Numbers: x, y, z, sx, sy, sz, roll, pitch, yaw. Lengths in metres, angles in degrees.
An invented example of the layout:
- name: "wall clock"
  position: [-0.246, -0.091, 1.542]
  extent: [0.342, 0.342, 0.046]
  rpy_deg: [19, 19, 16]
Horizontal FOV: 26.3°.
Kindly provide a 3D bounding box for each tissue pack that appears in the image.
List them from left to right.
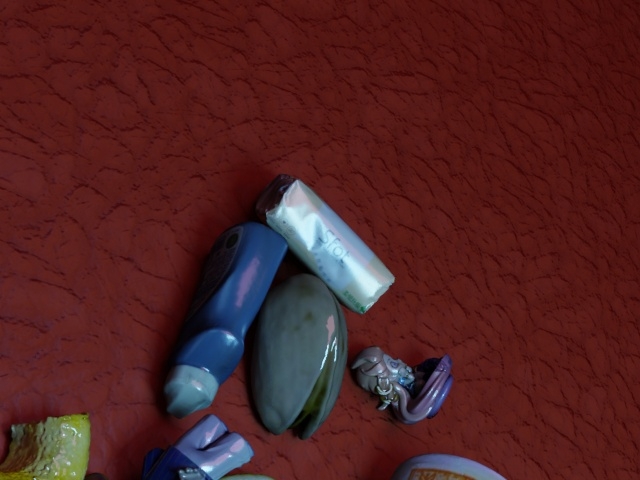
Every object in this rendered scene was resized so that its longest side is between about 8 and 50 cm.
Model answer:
- name: "tissue pack"
  position: [0.000, 0.000, 2.054]
  extent: [0.090, 0.186, 0.222]
  rpy_deg: [-43, 99, -2]

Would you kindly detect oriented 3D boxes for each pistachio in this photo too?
- name: "pistachio"
  position: [-0.028, 0.166, 1.970]
  extent: [0.138, 0.153, 0.238]
  rpy_deg: [9, 88, -23]

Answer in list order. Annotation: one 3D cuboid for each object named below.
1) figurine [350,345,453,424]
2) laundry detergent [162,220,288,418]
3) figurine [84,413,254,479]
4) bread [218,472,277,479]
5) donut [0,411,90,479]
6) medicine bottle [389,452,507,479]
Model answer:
- name: "figurine"
  position: [0.122, 0.221, 2.087]
  extent: [0.157, 0.114, 0.126]
  rpy_deg: [7, 21, -5]
- name: "laundry detergent"
  position: [-0.138, 0.115, 1.911]
  extent: [0.094, 0.143, 0.290]
  rpy_deg: [35, 54, -23]
- name: "figurine"
  position: [-0.199, 0.334, 1.708]
  extent: [0.274, 0.133, 0.194]
  rpy_deg: [-23, 56, -13]
- name: "bread"
  position: [-0.094, 0.420, 1.804]
  extent: [0.236, 0.070, 0.236]
  rpy_deg: [18, 48, -21]
- name: "donut"
  position: [-0.381, 0.295, 1.664]
  extent: [0.259, 0.101, 0.152]
  rpy_deg: [-4, 75, -43]
- name: "medicine bottle"
  position: [0.135, 0.500, 1.864]
  extent: [0.219, 0.219, 0.388]
  rpy_deg: [41, 50, -14]
